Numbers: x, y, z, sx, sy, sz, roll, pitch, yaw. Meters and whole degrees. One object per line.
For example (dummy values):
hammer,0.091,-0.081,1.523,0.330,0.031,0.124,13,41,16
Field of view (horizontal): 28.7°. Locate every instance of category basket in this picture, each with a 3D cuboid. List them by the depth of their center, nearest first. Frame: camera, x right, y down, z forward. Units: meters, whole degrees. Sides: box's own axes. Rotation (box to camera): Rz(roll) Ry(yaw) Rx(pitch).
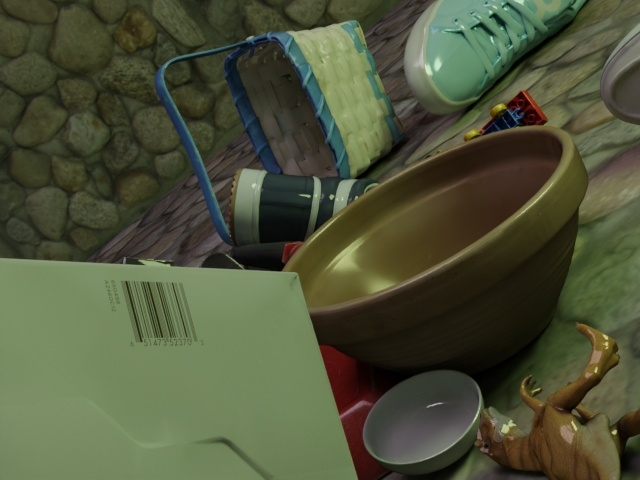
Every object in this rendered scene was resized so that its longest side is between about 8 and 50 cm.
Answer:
basket,-0.051,-0.150,1.651,0.289,0.255,0.201,-24,4,-34

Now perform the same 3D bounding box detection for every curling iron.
curling iron,-0.021,0.024,1.100,0.068,0.035,0.274,-46,26,-14

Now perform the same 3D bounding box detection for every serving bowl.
serving bowl,0.070,0.123,0.813,0.083,0.027,0.083,-22,30,13

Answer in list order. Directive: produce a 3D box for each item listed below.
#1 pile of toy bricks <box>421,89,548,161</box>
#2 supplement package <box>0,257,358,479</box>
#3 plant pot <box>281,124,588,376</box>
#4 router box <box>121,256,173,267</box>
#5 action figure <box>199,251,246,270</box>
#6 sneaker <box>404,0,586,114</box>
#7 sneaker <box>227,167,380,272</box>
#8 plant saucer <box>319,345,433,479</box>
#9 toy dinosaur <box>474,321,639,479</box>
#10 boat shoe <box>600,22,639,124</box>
pile of toy bricks,0.135,-0.020,1.051,0.212,0.118,0.105,-44,-26,29
supplement package,-0.120,0.130,0.678,0.145,0.204,0.262,-29,-21,34
plant pot,0.095,0.024,0.899,0.237,0.110,0.237,-29,16,9
router box,-0.152,0.122,1.017,0.133,0.046,0.179,117,155,-58
action figure,-0.112,0.106,1.215,0.185,0.099,0.285,-44,-4,-15
sneaker,0.245,-0.299,1.601,0.366,0.135,0.150,-48,13,-34
sneaker,0.000,0.000,1.315,0.153,0.099,0.282,4,-14,7
plant saucer,-0.033,0.152,0.976,0.259,0.048,0.258,-36,13,10
toy dinosaur,0.142,0.108,0.659,0.112,0.064,0.211,-58,6,-5
boat shoe,0.311,-0.132,0.944,0.267,0.096,0.088,-9,26,49
